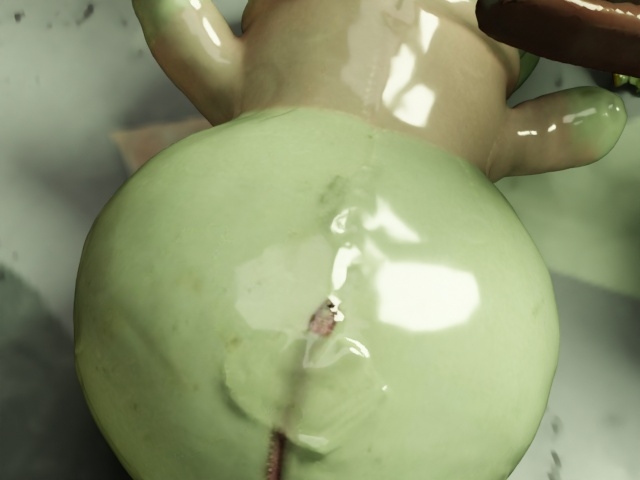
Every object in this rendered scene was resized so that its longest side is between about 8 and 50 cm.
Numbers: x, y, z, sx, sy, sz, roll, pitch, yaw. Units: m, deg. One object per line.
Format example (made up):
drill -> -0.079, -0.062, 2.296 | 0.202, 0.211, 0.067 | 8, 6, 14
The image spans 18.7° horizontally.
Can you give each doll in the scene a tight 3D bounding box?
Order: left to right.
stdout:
doll -> 0.003, -0.010, 0.566 | 0.155, 0.113, 0.275 | 18, 53, -2

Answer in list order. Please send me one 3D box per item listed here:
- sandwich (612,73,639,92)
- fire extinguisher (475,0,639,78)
sandwich -> 0.123, -0.094, 0.693 | 0.031, 0.044, 0.083 | 12, 52, 3
fire extinguisher -> 0.107, -0.145, 0.608 | 0.147, 0.106, 0.337 | 24, 39, -8
